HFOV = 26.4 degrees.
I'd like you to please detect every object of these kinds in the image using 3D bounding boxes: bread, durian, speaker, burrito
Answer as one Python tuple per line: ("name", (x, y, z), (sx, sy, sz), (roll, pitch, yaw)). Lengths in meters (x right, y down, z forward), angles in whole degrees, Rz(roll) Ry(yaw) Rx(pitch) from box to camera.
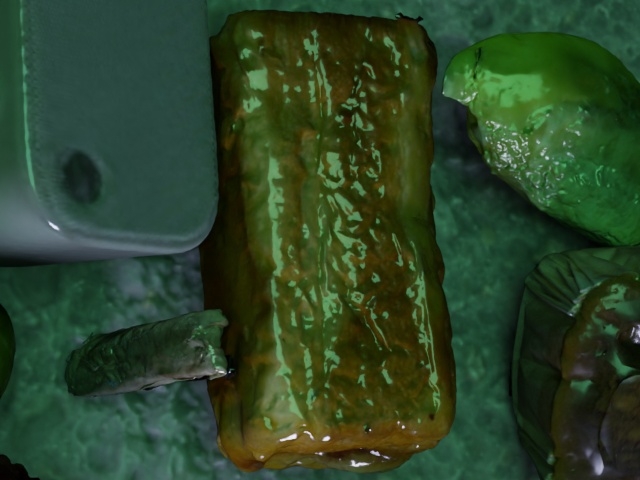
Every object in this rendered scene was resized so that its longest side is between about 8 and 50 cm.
("bread", (0.001, 0.001, 1.019), (0.195, 0.149, 0.344), (1, 80, -23))
("durian", (0.200, -0.087, 1.080), (0.250, 0.101, 0.139), (44, 50, -26))
("bread", (0.263, 0.104, 1.057), (0.209, 0.110, 0.192), (4, 102, -12))
("speaker", (-0.204, -0.182, 0.956), (0.183, 0.184, 0.406), (6, 76, -52))
("burrito", (-0.124, 0.083, 0.980), (0.042, 0.171, 0.051), (17, 68, -39))

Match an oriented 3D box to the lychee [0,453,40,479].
("lychee", (-0.238, 0.275, 0.883), (0.271, 0.271, 0.271), (2, 81, -12))

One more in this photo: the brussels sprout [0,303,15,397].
("brussels sprout", (-0.286, 0.086, 0.952), (0.155, 0.117, 0.155), (-5, 60, 9))
